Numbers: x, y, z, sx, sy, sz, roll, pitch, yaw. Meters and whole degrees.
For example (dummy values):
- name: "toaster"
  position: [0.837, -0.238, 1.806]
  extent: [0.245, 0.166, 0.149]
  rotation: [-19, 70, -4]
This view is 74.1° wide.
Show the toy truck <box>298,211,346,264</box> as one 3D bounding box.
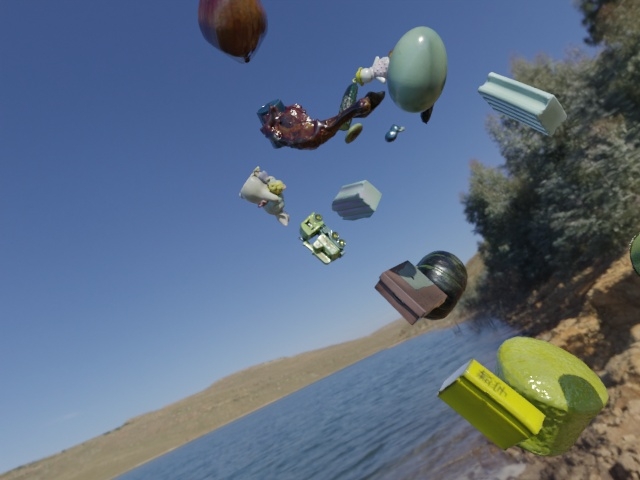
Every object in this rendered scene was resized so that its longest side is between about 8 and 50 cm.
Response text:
- name: "toy truck"
  position: [0.000, 0.000, 1.359]
  extent: [0.100, 0.169, 0.077]
  rotation: [-39, -10, -23]

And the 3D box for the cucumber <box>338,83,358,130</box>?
- name: "cucumber"
  position: [0.124, -0.610, 1.886]
  extent: [0.067, 0.294, 0.068]
  rotation: [10, -29, 6]

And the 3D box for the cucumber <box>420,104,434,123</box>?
- name: "cucumber"
  position: [0.459, -0.580, 1.793]
  extent: [0.053, 0.053, 0.182]
  rotation: [-17, -49, -25]

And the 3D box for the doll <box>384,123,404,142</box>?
- name: "doll"
  position: [0.299, -0.440, 1.759]
  extent: [0.083, 0.050, 0.076]
  rotation: [-54, 9, -14]

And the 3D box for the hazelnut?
- name: "hazelnut"
  position: [-0.214, -0.561, 1.061]
  extent: [0.181, 0.212, 0.181]
  rotation: [24, -74, -31]

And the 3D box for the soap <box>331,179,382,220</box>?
- name: "soap"
  position: [0.144, -0.165, 1.776]
  extent: [0.230, 0.145, 0.091]
  rotation: [-4, 52, 56]

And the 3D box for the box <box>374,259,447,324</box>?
- name: "box"
  position: [0.338, 0.193, 1.591]
  extent: [0.215, 0.215, 0.086]
  rotation: [-17, -35, -51]

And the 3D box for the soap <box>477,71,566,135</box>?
- name: "soap"
  position: [0.698, -0.478, 1.475]
  extent: [0.159, 0.265, 0.088]
  rotation: [22, -70, -42]

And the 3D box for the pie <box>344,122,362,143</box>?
- name: "pie"
  position: [0.116, -0.369, 1.466]
  extent: [0.084, 0.021, 0.084]
  rotation: [-40, -18, -16]

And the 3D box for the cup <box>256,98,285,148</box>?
- name: "cup"
  position: [-0.179, -0.468, 1.691]
  extent: [0.131, 0.155, 0.176]
  rotation: [-42, 33, -19]

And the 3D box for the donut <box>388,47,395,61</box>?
- name: "donut"
  position: [0.353, -0.676, 1.654]
  extent: [0.146, 0.078, 0.181]
  rotation: [-7, -38, 29]

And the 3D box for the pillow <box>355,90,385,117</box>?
- name: "pillow"
  position: [0.189, -0.536, 1.685]
  extent: [0.090, 0.048, 0.150]
  rotation: [4, -31, -35]

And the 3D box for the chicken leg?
- name: "chicken leg"
  position: [-0.023, -0.369, 1.355]
  extent: [0.406, 0.158, 0.096]
  rotation: [0, -1, 31]

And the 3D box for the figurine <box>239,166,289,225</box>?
- name: "figurine"
  position: [-0.200, -0.178, 1.743]
  extent: [0.155, 0.235, 0.127]
  rotation: [-55, 10, 10]

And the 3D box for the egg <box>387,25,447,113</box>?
- name: "egg"
  position: [0.275, -0.481, 1.207]
  extent: [0.168, 0.168, 0.231]
  rotation: [-13, -62, -35]

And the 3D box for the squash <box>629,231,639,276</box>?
- name: "squash"
  position: [0.790, 0.015, 0.883]
  extent: [0.132, 0.133, 0.247]
  rotation: [-24, -10, -6]

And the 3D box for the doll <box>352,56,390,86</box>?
- name: "doll"
  position: [0.230, -0.693, 1.745]
  extent: [0.207, 0.129, 0.081]
  rotation: [-16, -15, 18]

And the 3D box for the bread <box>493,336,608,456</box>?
- name: "bread"
  position: [0.758, 0.538, 1.460]
  extent: [0.348, 0.348, 0.308]
  rotation: [-11, -62, -40]

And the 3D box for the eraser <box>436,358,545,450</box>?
- name: "eraser"
  position: [0.427, 0.419, 1.082]
  extent: [0.069, 0.226, 0.158]
  rotation: [-41, -18, -38]

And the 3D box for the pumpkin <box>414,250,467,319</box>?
- name: "pumpkin"
  position: [0.508, 0.196, 1.880]
  extent: [0.323, 0.241, 0.323]
  rotation: [-52, -14, -20]
